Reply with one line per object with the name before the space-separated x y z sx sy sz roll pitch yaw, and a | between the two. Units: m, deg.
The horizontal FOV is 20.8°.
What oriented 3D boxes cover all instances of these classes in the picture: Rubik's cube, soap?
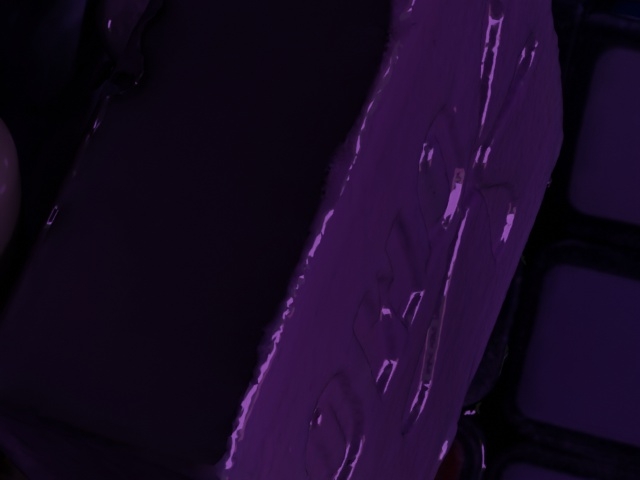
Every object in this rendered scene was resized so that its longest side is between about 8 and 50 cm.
Rubik's cube | 0.086 -0.003 1.058 0.363 0.359 0.362 -41 145 -76
soap | 0.000 0.000 0.694 0.285 0.107 0.296 68 42 -62

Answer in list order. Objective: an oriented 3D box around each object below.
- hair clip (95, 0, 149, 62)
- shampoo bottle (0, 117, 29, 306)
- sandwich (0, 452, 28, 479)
hair clip | -0.053 -0.044 0.840 0.075 0.146 0.257 143 -41 -74
shampoo bottle | -0.136 -0.003 0.574 0.162 0.079 0.079 94 13 -45
sandwich | -0.112 0.162 0.841 0.128 0.122 0.235 68 33 -80
